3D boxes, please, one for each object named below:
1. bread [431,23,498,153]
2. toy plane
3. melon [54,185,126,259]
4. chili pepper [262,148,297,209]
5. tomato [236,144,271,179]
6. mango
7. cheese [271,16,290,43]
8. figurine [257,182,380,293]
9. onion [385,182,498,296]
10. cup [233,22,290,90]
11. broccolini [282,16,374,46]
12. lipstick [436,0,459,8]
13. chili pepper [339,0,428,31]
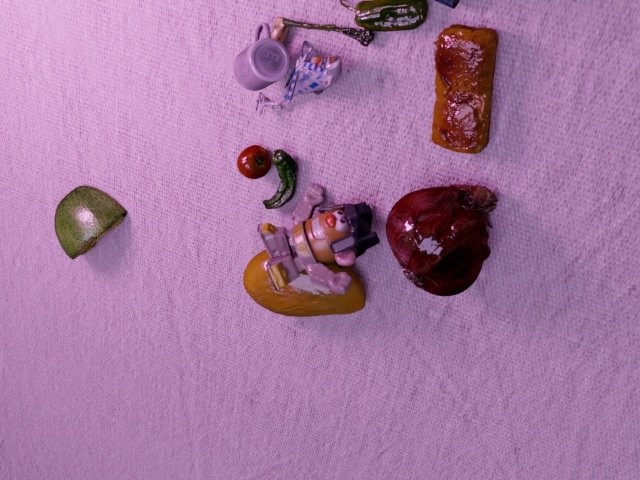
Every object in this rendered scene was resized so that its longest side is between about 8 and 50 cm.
[{"bbox_3d":[0.302,-0.321,1.585,0.139,0.077,0.271,14,124,22],"label":"bread"},{"bbox_3d":[-0.045,-0.348,1.711,0.107,0.182,0.273,24,132,-27],"label":"toy plane"},{"bbox_3d":[-0.723,-0.056,2.193,0.265,0.129,0.169,-35,94,36],"label":"melon"},{"bbox_3d":[-0.098,-0.150,1.880,0.073,0.050,0.182,2,128,-16],"label":"chili pepper"},{"bbox_3d":[-0.171,-0.197,1.876,0.075,0.087,0.087,6,121,51],"label":"tomato"},{"bbox_3d":[-0.050,0.105,1.949,0.331,0.142,0.195,-2,116,19],"label":"mango"},{"bbox_3d":[-0.102,-0.480,1.724,0.044,0.030,0.083,51,133,19],"label":"cheese"},{"bbox_3d":[-0.001,-0.002,1.815,0.308,0.143,0.309,-1,81,6],"label":"figurine"},{"bbox_3d":[0.276,0.008,1.693,0.221,0.281,0.281,-138,37,-58],"label":"onion"},{"bbox_3d":[-0.143,-0.417,1.690,0.136,0.099,0.133,66,161,-11],"label":"cup"},{"bbox_3d":[0.016,-0.474,1.651,0.218,0.042,0.044,16,122,12],"label":"broccolini"},{"bbox_3d":[0.182,-0.547,1.544,0.234,0.053,0.053,26,124,17],"label":"lipstick"},{"bbox_3d":[0.125,-0.483,1.583,0.204,0.073,0.072,6,112,22],"label":"chili pepper"}]
